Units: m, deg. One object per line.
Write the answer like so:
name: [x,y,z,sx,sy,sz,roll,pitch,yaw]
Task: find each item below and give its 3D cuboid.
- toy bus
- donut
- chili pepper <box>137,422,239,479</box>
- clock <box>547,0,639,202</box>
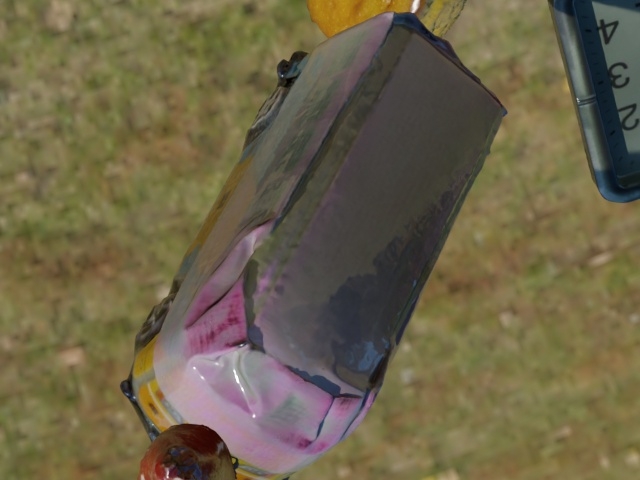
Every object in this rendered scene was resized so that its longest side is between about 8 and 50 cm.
toy bus: [0.000,0.000,1.498,0.171,0.386,0.162,35,144,-12]
donut: [0.074,-0.318,2.141,0.118,0.253,0.253,-4,151,-32]
chili pepper: [-0.085,0.146,1.179,0.065,0.088,0.169,5,165,0]
clock: [0.369,-0.187,1.892,0.273,0.049,0.279,-18,126,2]
